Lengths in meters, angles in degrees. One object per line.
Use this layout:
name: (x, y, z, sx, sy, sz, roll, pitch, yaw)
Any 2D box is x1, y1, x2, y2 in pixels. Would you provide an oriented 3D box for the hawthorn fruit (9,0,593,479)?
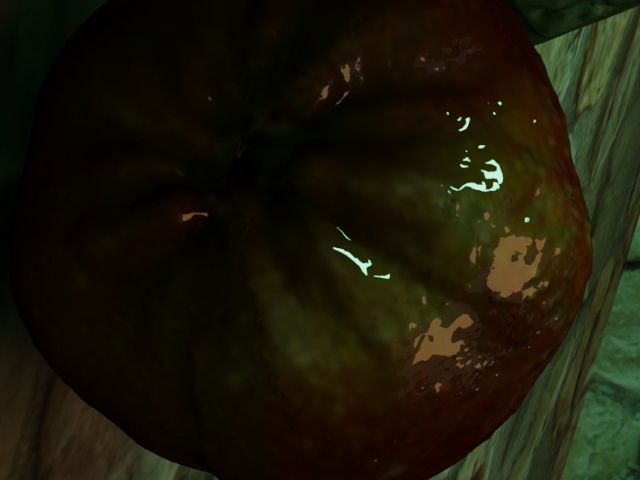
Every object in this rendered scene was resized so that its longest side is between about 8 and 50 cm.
hawthorn fruit: (-0.003, -0.003, 0.767, 0.262, 0.258, 0.258, 52, 57, -47)

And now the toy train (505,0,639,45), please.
toy train: (0.139, -0.238, 0.868, 0.167, 0.299, 0.238, 41, 34, -50)
